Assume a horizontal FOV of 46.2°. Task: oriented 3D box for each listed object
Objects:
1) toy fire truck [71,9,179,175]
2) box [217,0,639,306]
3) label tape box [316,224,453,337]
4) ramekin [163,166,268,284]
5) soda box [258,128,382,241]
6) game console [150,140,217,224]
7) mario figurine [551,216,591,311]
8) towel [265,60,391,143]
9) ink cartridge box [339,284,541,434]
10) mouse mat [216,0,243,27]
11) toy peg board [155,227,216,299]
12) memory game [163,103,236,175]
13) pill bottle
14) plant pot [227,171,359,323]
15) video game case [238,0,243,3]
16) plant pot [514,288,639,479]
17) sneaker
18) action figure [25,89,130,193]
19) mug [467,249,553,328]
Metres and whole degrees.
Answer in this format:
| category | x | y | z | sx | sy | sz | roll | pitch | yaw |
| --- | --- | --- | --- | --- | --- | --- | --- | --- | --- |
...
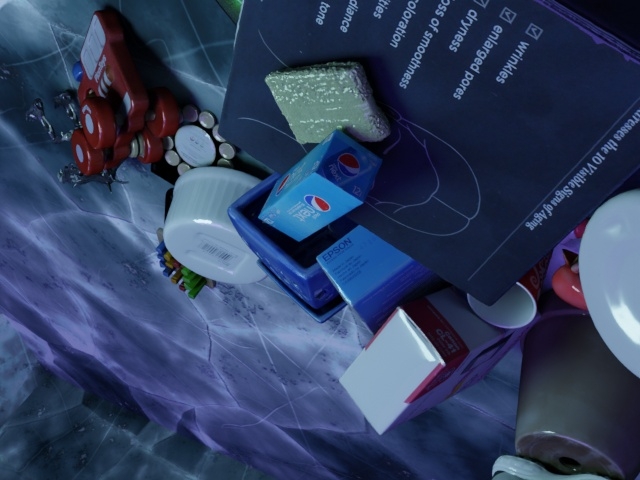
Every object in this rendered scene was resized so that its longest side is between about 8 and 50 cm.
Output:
| category | x | y | z | sx | sy | sz | roll | pitch | yaw |
| --- | --- | --- | --- | --- | --- | --- | --- | --- | --- |
| toy fire truck | -0.429 | -0.288 | 1.533 | 0.302 | 0.170 | 0.253 | -37 | 72 | 57 |
| box | 0.167 | -0.232 | 0.945 | 0.472 | 0.297 | 0.480 | 34 | 148 | 4 |
| label tape box | 0.159 | 0.053 | 1.317 | 0.115 | 0.249 | 0.347 | 52 | 178 | 25 |
| ramekin | -0.203 | -0.022 | 1.616 | 0.278 | 0.135 | 0.277 | 11 | 148 | 7 |
| soda box | -0.006 | -0.064 | 0.965 | 0.071 | 0.067 | 0.210 | 31 | 158 | -14 |
| game console | -0.303 | -0.089 | 1.765 | 0.213 | 0.044 | 0.361 | 31 | 147 | 7 |
| mario figurine | 0.465 | -0.019 | 1.106 | 0.198 | 0.170 | 0.320 | 52 | 132 | 13 |
| towel | 0.007 | -0.162 | 0.891 | 0.148 | 0.027 | 0.110 | 4 | 136 | 41 |
| ink cartridge box | 0.216 | 0.191 | 1.332 | 0.131 | 0.306 | 0.226 | 52 | 132 | 25 |
| mouse mat | -0.125 | -0.412 | 1.214 | 0.153 | 0.007 | 0.189 | -16 | 121 | 50 |
| toy peg board | -0.374 | 0.070 | 1.992 | 0.161 | 0.079 | 0.161 | 23 | 144 | 18 |
| memory game | -0.259 | -0.199 | 1.576 | 0.186 | 0.012 | 0.186 | 13 | 125 | 19 |
| pill bottle | 0.512 | 0.007 | 0.832 | 0.224 | 0.393 | 0.223 | 165 | 90 | -70 |
| plant pot | 0.000 | 0.000 | 1.407 | 0.236 | 0.236 | 0.212 | 41 | 158 | 31 |
| video game case | -0.117 | -0.450 | 1.180 | 0.119 | 0.015 | 0.166 | 42 | 146 | -9 |
| plant pot | 0.484 | 0.284 | 1.330 | 0.323 | 0.280 | 0.323 | 22 | 144 | 17 |
| sneaker | 0.405 | 0.442 | 1.244 | 0.272 | 0.108 | 0.100 | 1 | 132 | 38 |
| action figure | -0.539 | -0.209 | 1.714 | 0.275 | 0.164 | 0.141 | 52 | 160 | 5 |
| mug | 0.338 | 0.043 | 1.250 | 0.113 | 0.169 | 0.150 | 43 | 137 | -5 |
